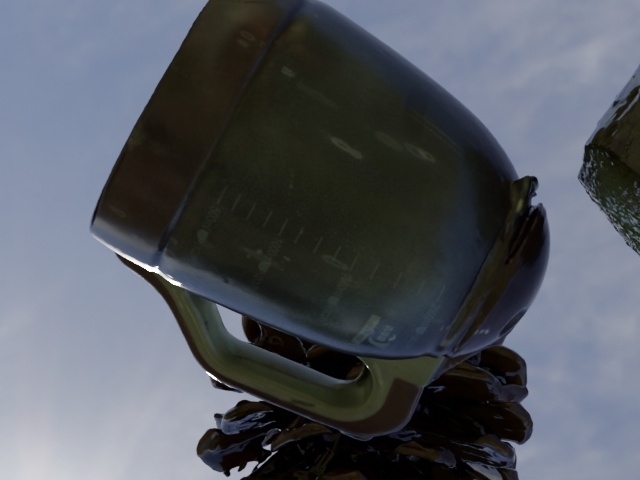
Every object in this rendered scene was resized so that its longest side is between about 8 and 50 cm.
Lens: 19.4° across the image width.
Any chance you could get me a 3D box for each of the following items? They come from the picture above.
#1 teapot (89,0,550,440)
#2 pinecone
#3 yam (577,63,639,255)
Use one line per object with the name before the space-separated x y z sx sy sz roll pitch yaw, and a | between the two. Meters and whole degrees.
teapot | 0.000 0.000 1.393 0.312 0.233 0.315 31 -55 -1
pinecone | 0.036 0.226 1.883 0.384 0.384 0.385 -5 -97 47
yam | 0.302 -0.097 1.345 0.161 0.161 0.268 29 -102 44
